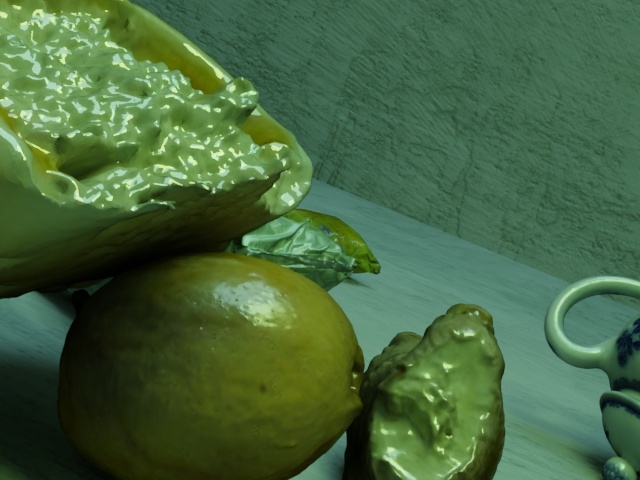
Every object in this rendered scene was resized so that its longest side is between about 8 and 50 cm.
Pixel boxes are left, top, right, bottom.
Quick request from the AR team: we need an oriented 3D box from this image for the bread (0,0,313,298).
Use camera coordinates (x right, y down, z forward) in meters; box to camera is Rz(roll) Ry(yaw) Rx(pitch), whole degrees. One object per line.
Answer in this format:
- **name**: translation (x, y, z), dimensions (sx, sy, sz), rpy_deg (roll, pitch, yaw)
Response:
- **bread**: translation (-0.192, -0.060, 0.863), dimensions (0.329, 0.245, 0.424), rpy_deg (32, 17, 23)

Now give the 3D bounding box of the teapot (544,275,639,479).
- **teapot**: translation (0.444, 0.203, 1.329), dimensions (0.424, 0.280, 0.252), rpy_deg (46, -16, 26)

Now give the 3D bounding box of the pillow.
- **pillow**: translation (-0.141, 0.025, 1.256), dimensions (0.283, 0.138, 0.310), rpy_deg (12, -12, -39)

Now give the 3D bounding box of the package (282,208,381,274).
- **package**: translation (0.000, 0.000, 2.029), dimensions (0.168, 0.090, 0.226), rpy_deg (11, 14, -34)

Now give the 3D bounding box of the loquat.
- **loquat**: translation (-0.084, 0.105, 0.846), dimensions (0.238, 0.193, 0.238), rpy_deg (7, -1, 0)

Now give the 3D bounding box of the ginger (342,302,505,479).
- **ginger**: translation (0.094, 0.152, 0.976), dimensions (0.130, 0.221, 0.276), rpy_deg (10, 18, -5)
